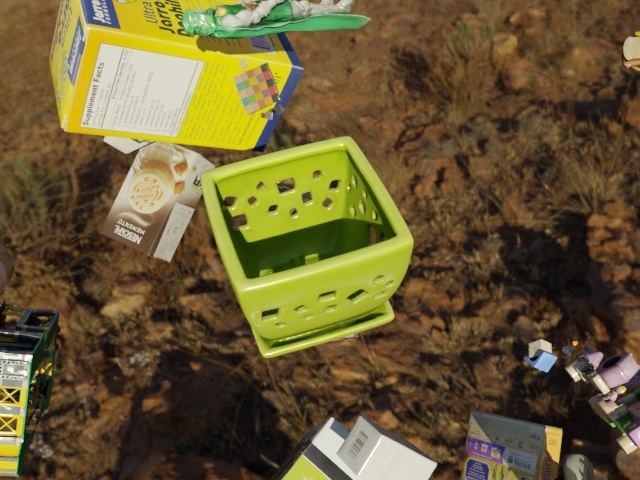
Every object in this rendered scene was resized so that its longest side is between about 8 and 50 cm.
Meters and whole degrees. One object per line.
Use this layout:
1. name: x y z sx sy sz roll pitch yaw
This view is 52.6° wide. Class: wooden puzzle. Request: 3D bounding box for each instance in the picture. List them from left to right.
1. wooden puzzle: -0.079 -0.189 0.808 0.050 0.083 0.006 -18 6 19

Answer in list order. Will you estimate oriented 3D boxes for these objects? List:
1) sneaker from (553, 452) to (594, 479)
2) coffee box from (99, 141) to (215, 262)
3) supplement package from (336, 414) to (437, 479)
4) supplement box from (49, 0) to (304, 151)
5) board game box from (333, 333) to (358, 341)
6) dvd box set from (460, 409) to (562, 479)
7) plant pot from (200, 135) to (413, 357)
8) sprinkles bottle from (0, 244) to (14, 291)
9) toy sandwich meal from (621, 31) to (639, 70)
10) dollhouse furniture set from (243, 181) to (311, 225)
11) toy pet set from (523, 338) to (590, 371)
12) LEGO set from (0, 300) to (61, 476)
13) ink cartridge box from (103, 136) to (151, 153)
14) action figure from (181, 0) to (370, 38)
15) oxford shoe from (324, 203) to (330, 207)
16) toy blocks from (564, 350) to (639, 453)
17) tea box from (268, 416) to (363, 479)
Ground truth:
1. sneaker: 0.493 0.523 1.288 0.106 0.267 0.101 -1 34 29
2. coffee box: -0.361 -0.093 1.448 0.141 0.098 0.246 22 85 18
3. supplement package: 0.146 0.481 1.428 0.105 0.179 0.105 -57 27 -5
4. supplement box: -0.244 -0.298 1.090 0.357 0.194 0.195 2 48 -33
5. board game box: 0.024 0.180 1.707 0.141 0.048 0.170 -15 69 31
6. dvd box set: 0.446 0.648 1.592 0.308 0.062 0.419 159 124 -68
7. plant pot: -0.021 0.020 0.894 0.227 0.207 0.228 -16 50 -10
8. sprinkles bottle: -0.727 0.099 1.337 0.121 0.121 0.355 -26 19 -7
9. toy sandwich meal: 0.529 -0.308 1.040 0.086 0.029 0.085 -13 63 27
10. dollhouse furniture set: -0.054 0.034 1.404 0.135 0.259 0.262 -52 18 35
11. toy pet set: 0.535 0.274 1.484 0.122 0.114 0.065 -34 39 49
12. LEGO set: -0.562 0.227 1.072 0.192 0.254 0.331 8 19 -13
13. ink cartridge box: -0.347 -0.253 1.295 0.180 0.060 0.104 -15 56 37
14. action figure: -0.068 -0.290 0.832 0.232 0.063 0.137 -20 27 -30
15. oxford shoe: 0.000 0.000 1.648 0.083 0.227 0.096 23 43 -4
16. toy blocks: 0.747 0.324 1.435 0.260 0.308 0.288 -36 -1 4
17. tea box: -0.021 0.651 1.632 0.323 0.220 0.329 -46 -7 -21
